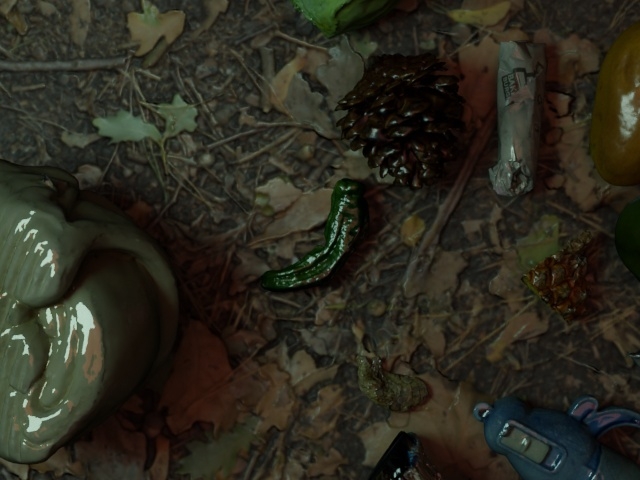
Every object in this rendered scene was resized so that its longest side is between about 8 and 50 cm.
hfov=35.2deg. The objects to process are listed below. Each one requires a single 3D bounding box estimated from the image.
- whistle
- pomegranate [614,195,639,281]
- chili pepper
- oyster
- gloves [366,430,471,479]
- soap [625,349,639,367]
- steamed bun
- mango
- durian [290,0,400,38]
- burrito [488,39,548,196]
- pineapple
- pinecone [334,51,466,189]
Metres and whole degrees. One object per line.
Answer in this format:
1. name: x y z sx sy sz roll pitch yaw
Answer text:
1. whistle: 0.303 0.265 1.210 0.269 0.093 0.180 30 96 0
2. pomegranate: 0.439 -0.020 1.188 0.152 0.131 0.191 34 82 -19
3. chili pepper: 0.003 0.006 1.265 0.073 0.050 0.182 39 93 -1
4. oyster: 0.088 0.175 1.253 0.083 0.038 0.080 -12 84 6
5. gloves: 0.171 0.359 1.152 0.135 0.210 0.312 -31 85 -20
6. soap: 0.556 0.157 1.150 0.258 0.159 0.302 -45 86 5
7. steamed bun: -0.321 0.075 1.191 0.368 0.255 0.342 27 109 34
8. mango: 0.398 -0.172 1.211 0.147 0.109 0.227 31 100 4
9. durian: 0.037 -0.386 1.209 0.340 0.204 0.256 43 104 3
10. burrito: 0.244 -0.154 1.247 0.064 0.064 0.203 6 87 5
11. pineapple: 0.294 0.035 1.238 0.114 0.077 0.114 42 79 -28
12. pinecone: 0.101 -0.143 1.216 0.174 0.173 0.173 0 87 5
